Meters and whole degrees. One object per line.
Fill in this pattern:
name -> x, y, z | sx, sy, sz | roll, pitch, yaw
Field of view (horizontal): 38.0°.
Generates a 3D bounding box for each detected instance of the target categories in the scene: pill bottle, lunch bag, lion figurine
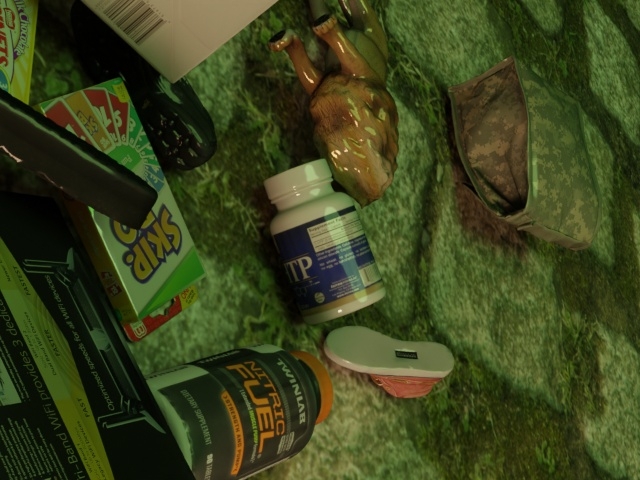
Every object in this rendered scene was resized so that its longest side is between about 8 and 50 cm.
pill bottle -> -0.092, 0.179, 0.951 | 0.245, 0.130, 0.131 | -11, 83, -52
pill bottle -> 0.000, 0.000, 1.152 | 0.112, 0.112, 0.187 | -21, 90, -52
lunch bag -> 0.353, -0.126, 1.580 | 0.235, 0.169, 0.287 | 19, 56, -45
lion figurine -> 0.043, -0.244, 1.291 | 0.240, 0.142, 0.392 | 52, 37, -33

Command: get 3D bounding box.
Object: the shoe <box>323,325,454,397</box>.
shoe -> 0.080, 0.165, 1.217 | 0.177, 0.081, 0.064 | 10, 50, -16

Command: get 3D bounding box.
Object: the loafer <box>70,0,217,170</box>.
loafer -> -0.194, -0.179, 1.038 | 0.223, 0.076, 0.078 | 54, 22, -13

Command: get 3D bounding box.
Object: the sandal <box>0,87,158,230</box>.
sandal -> -0.342, -0.111, 0.756 | 0.445, 0.167, 0.107 | 33, 91, -23

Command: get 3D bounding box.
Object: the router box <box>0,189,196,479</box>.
router box -> -0.246, 0.101, 0.723 | 0.309, 0.081, 0.243 | 60, 17, 14

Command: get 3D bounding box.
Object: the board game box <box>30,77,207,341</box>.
board game box -> -0.205, -0.033, 0.973 | 0.124, 0.039, 0.260 | -37, 110, -53

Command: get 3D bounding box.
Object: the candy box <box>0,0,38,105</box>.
candy box -> -0.332, -0.199, 0.913 | 0.105, 0.027, 0.206 | 22, 59, -47

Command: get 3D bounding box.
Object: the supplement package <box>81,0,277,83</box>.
supplement package -> -0.149, -0.347, 1.014 | 0.177, 0.175, 0.293 | 42, 28, -30
